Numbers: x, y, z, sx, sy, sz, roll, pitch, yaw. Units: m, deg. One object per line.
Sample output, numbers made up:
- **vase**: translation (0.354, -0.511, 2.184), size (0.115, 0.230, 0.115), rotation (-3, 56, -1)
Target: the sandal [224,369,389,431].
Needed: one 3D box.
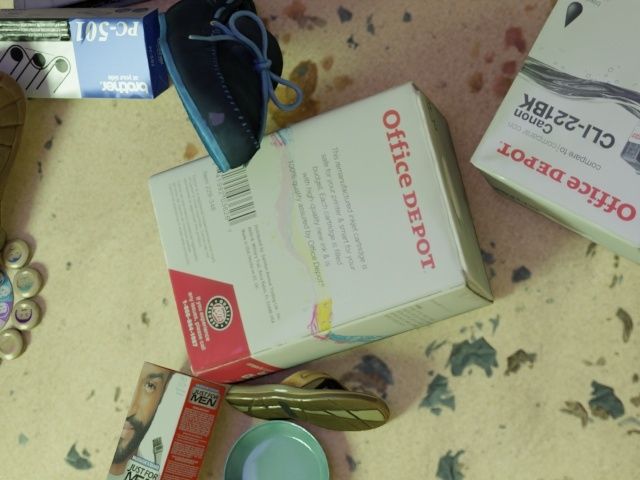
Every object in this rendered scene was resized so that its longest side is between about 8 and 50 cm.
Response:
- **sandal**: translation (-0.014, 0.161, 1.651), size (0.180, 0.072, 0.049), rotation (3, 59, 25)

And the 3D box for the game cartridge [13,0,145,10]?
- **game cartridge**: translation (-0.231, -0.372, 1.841), size (0.294, 0.060, 0.196), rotation (-11, 71, 17)

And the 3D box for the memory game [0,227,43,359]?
- **memory game**: translation (-0.404, 0.070, 1.832), size (0.186, 0.012, 0.186), rotation (-4, 77, 19)

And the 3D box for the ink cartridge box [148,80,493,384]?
- **ink cartridge box**: translation (0.000, 0.000, 1.637), size (0.306, 0.131, 0.226), rotation (-17, 73, 14)

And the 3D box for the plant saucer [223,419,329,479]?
- **plant saucer**: translation (-0.044, 0.249, 1.660), size (0.119, 0.021, 0.119), rotation (-4, 77, 18)

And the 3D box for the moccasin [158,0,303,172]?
- **moccasin**: translation (-0.098, -0.191, 1.636), size (0.117, 0.138, 0.342), rotation (-22, 34, 2)

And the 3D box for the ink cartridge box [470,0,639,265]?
- **ink cartridge box**: translation (0.303, -0.138, 1.565), size (0.197, 0.114, 0.273), rotation (29, 90, 22)

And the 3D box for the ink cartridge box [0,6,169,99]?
- **ink cartridge box**: translation (-0.280, -0.214, 1.805), size (0.207, 0.046, 0.097), rotation (3, 114, 20)

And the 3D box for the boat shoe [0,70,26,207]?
- **boat shoe**: translation (-0.439, -0.039, 1.815), size (0.123, 0.123, 0.342), rotation (22, 97, 53)

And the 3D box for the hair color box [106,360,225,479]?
- **hair color box**: translation (-0.169, 0.221, 1.677), size (0.093, 0.053, 0.167), rotation (11, 81, 50)
